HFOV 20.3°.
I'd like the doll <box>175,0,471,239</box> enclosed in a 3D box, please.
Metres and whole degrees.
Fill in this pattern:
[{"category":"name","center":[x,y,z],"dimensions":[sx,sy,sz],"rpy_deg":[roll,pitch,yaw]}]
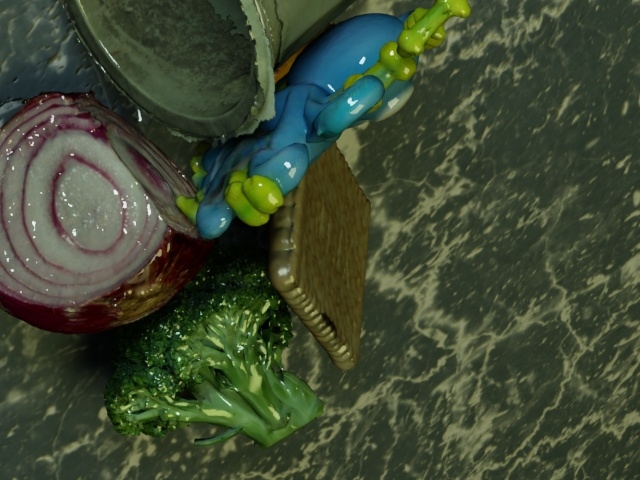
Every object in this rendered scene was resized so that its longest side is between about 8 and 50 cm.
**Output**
[{"category":"doll","center":[0.000,-0.113,1.664],"dimensions":[0.099,0.346,0.341],"rpy_deg":[47,63,-14]}]

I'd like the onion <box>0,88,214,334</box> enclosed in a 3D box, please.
[{"category":"onion","center":[-0.227,-0.006,1.727],"dimensions":[0.206,0.216,0.207],"rpy_deg":[-38,161,10]}]

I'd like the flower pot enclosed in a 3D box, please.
[{"category":"flower pot","center":[-0.072,-0.260,1.630],"dimensions":[0.259,0.290,0.290],"rpy_deg":[-37,143,-34]}]

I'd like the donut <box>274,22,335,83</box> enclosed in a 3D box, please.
[{"category":"donut","center":[-0.036,-0.179,1.876],"dimensions":[0.152,0.058,0.152],"rpy_deg":[-26,138,-26]}]

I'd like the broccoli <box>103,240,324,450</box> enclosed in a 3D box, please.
[{"category":"broccoli","center":[-0.110,0.123,1.939],"dimensions":[0.261,0.241,0.269],"rpy_deg":[-36,176,-38]}]

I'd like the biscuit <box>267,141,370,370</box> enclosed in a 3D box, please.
[{"category":"biscuit","center":[0.000,0.000,1.940],"dimensions":[0.325,0.044,0.217],"rpy_deg":[55,36,-67]}]
